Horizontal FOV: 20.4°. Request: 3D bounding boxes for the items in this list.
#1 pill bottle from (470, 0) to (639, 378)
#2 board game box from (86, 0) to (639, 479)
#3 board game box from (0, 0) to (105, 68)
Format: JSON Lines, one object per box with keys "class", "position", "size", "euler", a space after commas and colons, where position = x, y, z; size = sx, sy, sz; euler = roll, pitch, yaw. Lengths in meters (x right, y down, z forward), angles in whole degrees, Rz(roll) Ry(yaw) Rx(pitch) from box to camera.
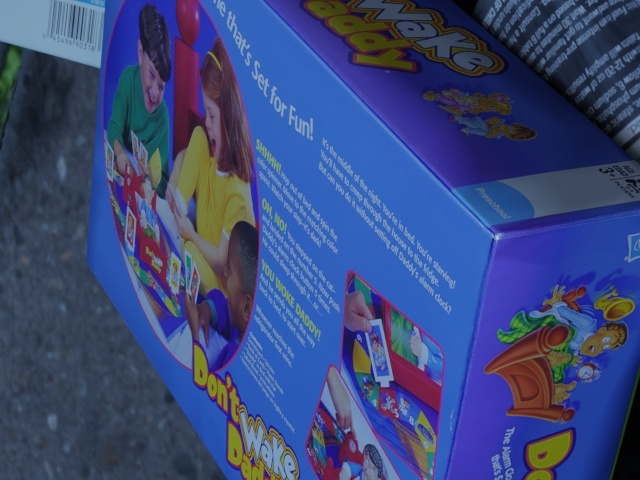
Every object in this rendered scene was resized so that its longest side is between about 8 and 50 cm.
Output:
{"class": "pill bottle", "position": [0.160, -0.009, 0.672], "size": [0.130, 0.130, 0.246], "euler": [-47, 53, 33]}
{"class": "board game box", "position": [0.000, 0.000, 0.762], "size": [0.347, 0.078, 0.233], "euler": [50, 141, 47]}
{"class": "board game box", "position": [-0.140, -0.260, 0.944], "size": [0.224, 0.097, 0.303], "euler": [19, 108, 35]}
